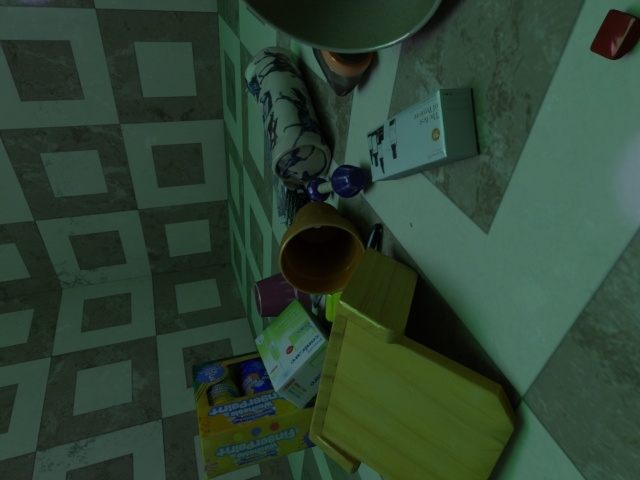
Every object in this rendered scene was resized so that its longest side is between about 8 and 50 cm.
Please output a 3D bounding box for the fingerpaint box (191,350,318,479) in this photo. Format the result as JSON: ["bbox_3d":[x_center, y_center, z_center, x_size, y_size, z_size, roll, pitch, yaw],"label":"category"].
[{"bbox_3d":[-0.181,0.524,1.385,0.371,0.445,0.163,-139,45,-64],"label":"fingerpaint box"}]

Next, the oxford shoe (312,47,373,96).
[{"bbox_3d":[0.004,-0.485,0.901,0.132,0.130,0.363,121,137,-71],"label":"oxford shoe"}]

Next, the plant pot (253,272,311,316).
[{"bbox_3d":[-0.149,0.205,1.564,0.201,0.180,0.201,172,90,-72],"label":"plant pot"}]

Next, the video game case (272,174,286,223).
[{"bbox_3d":[-0.147,-0.171,1.634,0.183,0.023,0.201,174,88,-71],"label":"video game case"}]

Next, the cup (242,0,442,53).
[{"bbox_3d":[0.035,-0.477,0.593,0.331,0.331,0.236,150,136,-70],"label":"cup"}]

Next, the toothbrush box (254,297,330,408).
[{"bbox_3d":[-0.069,0.344,1.317,0.122,0.206,0.283,45,179,-29],"label":"toothbrush box"}]

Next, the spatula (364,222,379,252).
[{"bbox_3d":[0.082,0.094,0.965,0.084,0.030,0.296,-63,-6,-69],"label":"spatula"}]

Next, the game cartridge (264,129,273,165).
[{"bbox_3d":[-0.153,-0.442,1.483,0.230,0.068,0.354,-156,59,-64],"label":"game cartridge"}]

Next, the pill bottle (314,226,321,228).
[{"bbox_3d":[-0.025,-0.035,1.252,0.137,0.078,0.078,145,115,-69],"label":"pill bottle"}]

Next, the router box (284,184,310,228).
[{"bbox_3d":[-0.084,-0.109,1.440,0.178,0.046,0.133,101,154,-43],"label":"router box"}]

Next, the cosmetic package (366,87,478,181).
[{"bbox_3d":[0.155,-0.163,0.695,0.239,0.061,0.098,176,85,-71],"label":"cosmetic package"}]

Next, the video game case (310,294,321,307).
[{"bbox_3d":[-0.018,0.168,1.426,0.122,0.011,0.087,110,147,-55],"label":"video game case"}]

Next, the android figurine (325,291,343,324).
[{"bbox_3d":[0.077,0.227,1.108,0.248,0.056,0.272,-135,42,-60],"label":"android figurine"}]

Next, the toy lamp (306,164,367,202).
[{"bbox_3d":[0.036,-0.136,1.029,0.275,0.080,0.080,178,84,-71],"label":"toy lamp"}]

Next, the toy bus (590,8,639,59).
[{"bbox_3d":[0.233,-0.272,0.348,0.202,0.104,0.190,129,130,-65],"label":"toy bus"}]

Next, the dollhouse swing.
[{"bbox_3d":[0.167,0.254,0.794,0.315,0.305,0.346,-50,-27,-60],"label":"dollhouse swing"}]

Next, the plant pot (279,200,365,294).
[{"bbox_3d":[0.000,0.000,1.049,0.188,0.205,0.205,-98,9,-58],"label":"plant pot"}]

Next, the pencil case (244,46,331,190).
[{"bbox_3d":[-0.101,-0.352,1.199,0.183,0.160,0.410,-46,53,44],"label":"pencil case"}]
